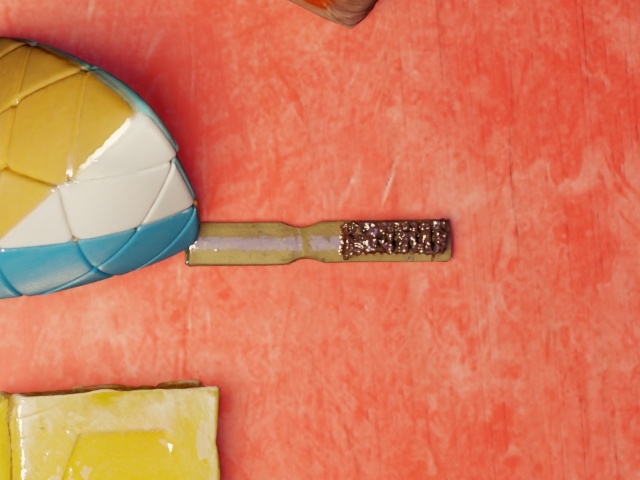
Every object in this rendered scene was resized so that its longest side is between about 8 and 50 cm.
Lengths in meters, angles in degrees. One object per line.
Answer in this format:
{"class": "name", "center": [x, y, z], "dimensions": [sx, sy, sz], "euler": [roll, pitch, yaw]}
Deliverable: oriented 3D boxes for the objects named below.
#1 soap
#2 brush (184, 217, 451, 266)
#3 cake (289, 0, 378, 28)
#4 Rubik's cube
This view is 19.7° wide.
{"class": "soap", "center": [-0.181, 0.282, 1.603], "dimensions": [0.199, 0.091, 0.315], "euler": [0, 88, -19]}
{"class": "brush", "center": [0.000, 0.000, 1.679], "dimensions": [0.247, 0.036, 0.043], "euler": [0, 80, -9]}
{"class": "cake", "center": [-0.007, -0.334, 1.548], "dimensions": [0.237, 0.309, 0.230], "euler": [21, 84, -6]}
{"class": "Rubik's cube", "center": [-0.173, -0.060, 1.560], "dimensions": [0.254, 0.254, 0.255], "euler": [0, 90, -10]}
